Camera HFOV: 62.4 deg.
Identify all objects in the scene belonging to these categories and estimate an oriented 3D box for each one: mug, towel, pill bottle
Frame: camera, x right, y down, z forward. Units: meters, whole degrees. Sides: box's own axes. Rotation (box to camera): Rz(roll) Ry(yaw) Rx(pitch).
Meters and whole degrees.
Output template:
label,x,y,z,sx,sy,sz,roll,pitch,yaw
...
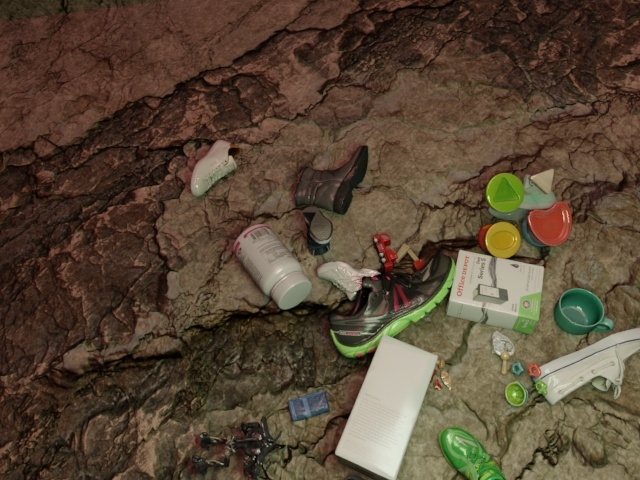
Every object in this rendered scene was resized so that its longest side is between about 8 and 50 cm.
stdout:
label,x,y,z,sx,sy,sz,roll,pitch,yaw
mug,0.806,0.239,1.644,0.129,0.097,0.157,-22,58,-8
towel,-0.035,0.504,1.608,0.119,0.029,0.067,-15,58,-4
pill bottle,-0.164,0.090,1.810,0.160,0.160,0.283,-33,60,-14

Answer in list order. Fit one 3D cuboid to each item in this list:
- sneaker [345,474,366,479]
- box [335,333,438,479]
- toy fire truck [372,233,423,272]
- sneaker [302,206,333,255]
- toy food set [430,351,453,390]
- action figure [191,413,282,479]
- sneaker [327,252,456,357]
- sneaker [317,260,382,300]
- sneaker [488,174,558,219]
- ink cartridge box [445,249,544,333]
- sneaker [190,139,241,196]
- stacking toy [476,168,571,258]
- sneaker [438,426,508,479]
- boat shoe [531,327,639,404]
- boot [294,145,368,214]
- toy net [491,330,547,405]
label,x,y,z,sx,sy,sz,roll,pitch,yaw
sneaker,0.161,0.725,1.431,0.224,0.083,0.098,16,81,21
box,0.185,0.475,1.478,0.168,0.215,0.345,20,65,15
toy fire truck,0.272,0.050,1.854,0.135,0.047,0.192,-15,56,-4
sneaker,0.002,-0.001,1.837,0.086,0.163,0.226,-13,31,-6
toy food set,0.355,0.409,1.633,0.078,0.019,0.122,-14,65,-2
action figure,-0.218,0.593,1.511,0.276,0.141,0.164,-12,53,17
sneaker,0.231,0.172,1.675,0.483,0.185,0.202,-34,89,-16
sneaker,0.093,0.143,1.793,0.232,0.090,0.115,10,63,13
sneaker,0.718,-0.161,1.910,0.256,0.094,0.151,-2,63,-7
ink cartridge box,0.560,0.164,1.708,0.273,0.115,0.198,12,60,14
sneaker,-0.413,-0.291,2.114,0.123,0.106,0.290,14,59,18
stacking toy,0.676,-0.093,1.813,0.309,0.130,0.279,-9,90,-6
sneaker,0.440,0.624,1.422,0.109,0.123,0.295,-32,59,-13
boat shoe,0.814,0.384,1.528,0.367,0.136,0.156,-21,57,-4
boot,0.041,-0.260,2.045,0.223,0.118,0.338,15,56,21
toy net,0.574,0.368,1.578,0.045,0.122,0.232,7,48,-35
